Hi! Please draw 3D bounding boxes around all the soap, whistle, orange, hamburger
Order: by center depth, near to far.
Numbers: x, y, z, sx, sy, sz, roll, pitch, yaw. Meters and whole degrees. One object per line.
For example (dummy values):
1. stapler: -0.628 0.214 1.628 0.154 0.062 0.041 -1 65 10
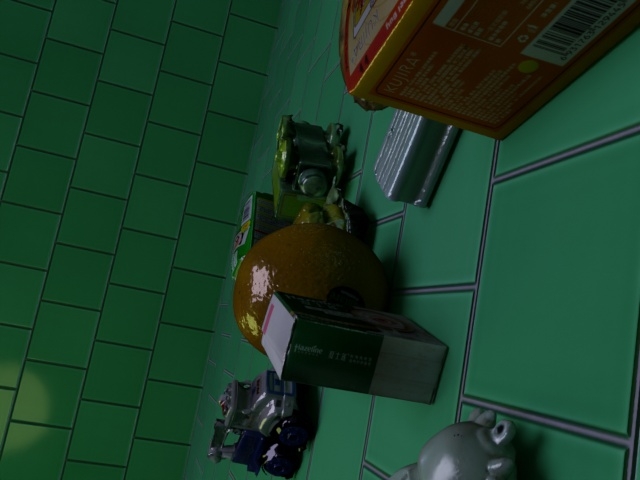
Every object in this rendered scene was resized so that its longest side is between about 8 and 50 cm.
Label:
1. whistle: 0.107 0.258 0.585 0.253 0.105 0.101 -58 -17 22
2. soap: 0.144 -0.160 0.886 0.119 0.066 0.198 -104 30 -62
3. orange: -0.015 0.082 0.942 0.236 0.236 0.237 -167 90 -75
4. hamburger: 0.002 -0.003 1.151 0.214 0.125 0.235 -169 81 -74

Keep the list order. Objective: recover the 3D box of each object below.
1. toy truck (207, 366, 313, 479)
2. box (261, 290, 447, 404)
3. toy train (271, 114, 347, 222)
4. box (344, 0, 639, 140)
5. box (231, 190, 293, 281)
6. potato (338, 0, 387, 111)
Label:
1. toy truck: -0.117 0.343 1.210 0.161 0.176 0.213 -98 25 -56
2. box: 0.036 0.130 0.777 0.135 0.198 0.081 -148 74 -72
3. toy train: -0.033 -0.157 1.376 0.272 0.158 0.188 -100 21 -55
4. box: 0.170 -0.297 0.631 0.283 0.213 0.260 135 143 -63
5. box: -0.107 0.007 1.460 0.250 0.180 0.103 -90 24 -45
6. potato: 0.111 -0.350 1.039 0.191 0.141 0.297 -14 62 55
